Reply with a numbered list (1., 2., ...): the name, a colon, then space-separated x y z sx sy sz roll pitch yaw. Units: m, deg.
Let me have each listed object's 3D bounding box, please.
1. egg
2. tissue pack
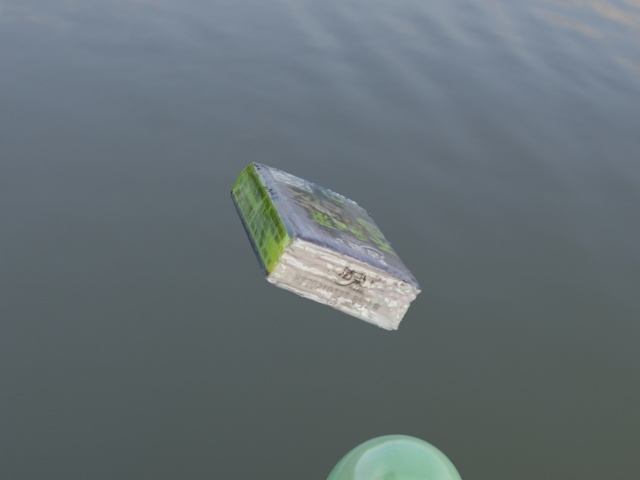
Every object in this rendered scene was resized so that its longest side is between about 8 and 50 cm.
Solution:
1. egg: 0.101 0.413 1.663 0.220 0.269 0.220 13 28 -7
2. tissue pack: 0.000 0.000 1.302 0.173 0.073 0.235 21 18 -24
